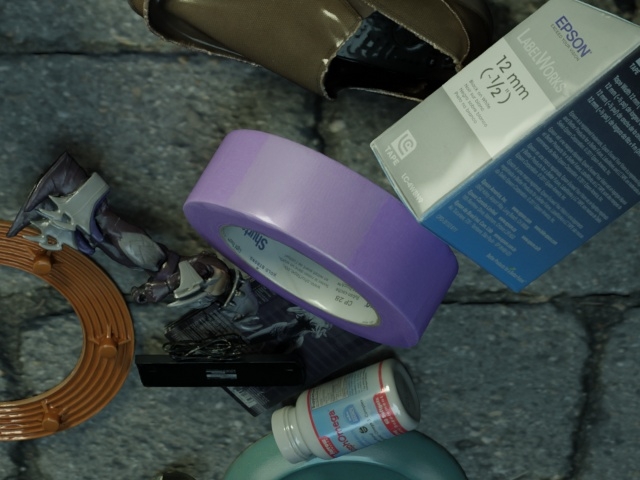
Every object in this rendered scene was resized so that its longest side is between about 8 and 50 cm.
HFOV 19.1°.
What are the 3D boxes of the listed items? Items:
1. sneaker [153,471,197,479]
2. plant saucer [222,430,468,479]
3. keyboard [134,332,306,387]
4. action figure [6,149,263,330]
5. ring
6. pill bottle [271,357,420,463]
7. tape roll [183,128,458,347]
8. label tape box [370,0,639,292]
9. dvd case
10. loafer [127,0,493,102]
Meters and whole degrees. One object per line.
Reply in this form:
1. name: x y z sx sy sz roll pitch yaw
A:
1. sneaker: -0.181 0.367 2.341 0.132 0.086 0.228 29 133 -27
2. plant saucer: 0.030 0.344 2.340 0.317 0.044 0.317 0 130 0
3. keyboard: -0.113 0.133 2.162 0.192 0.038 0.100 -1 152 1
4. action figure: -0.184 0.020 2.019 0.285 0.099 0.185 31 166 -9
5. ring: -0.379 0.114 2.159 0.336 0.032 0.336 0 128 0
6. pill bottle: 0.029 0.201 2.194 0.160 0.087 0.087 -23 126 17
7. tape roll: 0.000 0.000 1.925 0.275 0.275 0.090 38 75 -27
8. label tape box: 0.254 -0.121 1.850 0.347 0.115 0.249 -40 148 11
9. dvd case: -0.042 0.101 2.158 0.221 0.018 0.164 -31 121 24
10. loafer: -0.005 -0.213 1.832 0.366 0.130 0.134 8 128 -7
